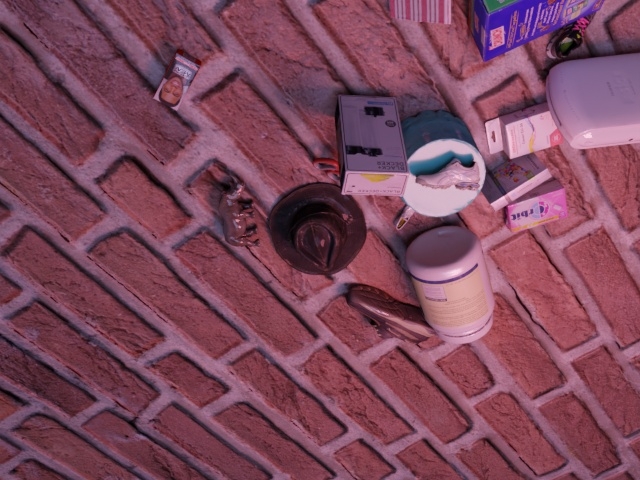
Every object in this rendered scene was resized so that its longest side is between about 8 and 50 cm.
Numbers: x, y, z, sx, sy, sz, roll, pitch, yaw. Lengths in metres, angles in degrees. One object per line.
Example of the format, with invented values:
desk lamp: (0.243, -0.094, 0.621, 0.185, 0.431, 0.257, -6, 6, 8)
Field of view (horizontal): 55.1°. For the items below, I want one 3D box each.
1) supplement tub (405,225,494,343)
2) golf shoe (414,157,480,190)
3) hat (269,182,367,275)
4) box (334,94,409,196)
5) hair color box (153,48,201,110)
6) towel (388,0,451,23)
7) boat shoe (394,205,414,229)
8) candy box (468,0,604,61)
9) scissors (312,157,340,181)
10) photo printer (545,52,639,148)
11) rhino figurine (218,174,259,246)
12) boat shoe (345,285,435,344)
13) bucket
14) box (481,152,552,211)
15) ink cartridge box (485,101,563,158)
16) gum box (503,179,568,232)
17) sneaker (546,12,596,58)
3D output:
supplement tub: (0.417, 0.143, 1.938, 0.235, 0.235, 0.325, -19, 122, 7)
golf shoe: (0.336, -0.176, 1.623, 0.176, 0.069, 0.086, 0, 102, -10)
hat: (0.000, 0.000, 1.869, 0.331, 0.134, 0.332, -3, 122, -5)
box: (0.131, -0.254, 1.620, 0.169, 0.290, 0.087, 2, 143, -6)
hair color box: (-0.376, -0.423, 1.615, 0.072, 0.043, 0.141, 25, 117, -21)
towel: (0.239, -0.607, 1.485, 0.029, 0.197, 0.144, -31, 129, -31)
boat shoe: (0.265, -0.074, 1.903, 0.035, 0.035, 0.100, 29, 116, -21)
candy box: (0.520, -0.590, 1.466, 0.317, 0.268, 0.122, -23, 79, 9)
scissors: (0.094, -0.194, 1.700, 0.109, 0.297, 0.021, 41, 71, -35)
photo printer: (0.768, -0.373, 1.638, 0.307, 0.256, 0.107, -6, 154, -1)
rhino figurine: (-0.249, -0.084, 1.827, 0.106, 0.073, 0.243, -8, 121, -4)
boat shoe: (0.228, 0.271, 2.063, 0.355, 0.132, 0.130, 26, 116, -19)
bucket: (0.323, -0.211, 1.733, 0.281, 0.183, 0.281, -3, 123, -4)
box: (0.562, -0.180, 1.799, 0.186, 0.145, 0.038, -33, 121, 15)
ink cartridge box: (0.585, -0.311, 1.763, 0.198, 0.067, 0.115, -17, 122, 6)
gum box: (0.660, -0.103, 1.905, 0.188, 0.062, 0.107, -18, 122, 6)
sneaker: (0.672, -0.549, 1.615, 0.063, 0.075, 0.170, 26, 116, -20)
